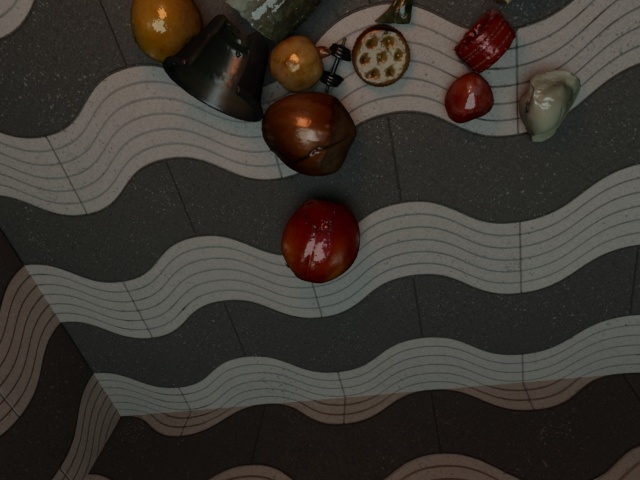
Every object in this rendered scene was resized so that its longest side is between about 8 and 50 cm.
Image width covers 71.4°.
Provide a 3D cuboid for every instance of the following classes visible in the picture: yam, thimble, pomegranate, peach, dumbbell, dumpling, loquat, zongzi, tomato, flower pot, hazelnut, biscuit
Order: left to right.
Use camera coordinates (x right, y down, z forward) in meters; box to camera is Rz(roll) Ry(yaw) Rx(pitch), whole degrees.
[{"bbox_3d":[-0.558,-0.775,1.601,0.263,0.263,0.263,3,120,5],"label":"loquat"},{"bbox_3d":[-0.337,-0.625,1.604,0.379,0.379,0.251,23,84,-7],"label":"flower pot"},{"bbox_3d":[-0.130,-0.862,1.535,0.348,0.241,0.241,-35,111,20],"label":"yam"},{"bbox_3d":[-0.087,-0.644,1.626,0.207,0.207,0.207,3,120,5],"label":"pomegranate"},{"bbox_3d":[-0.049,-0.411,1.721,0.372,0.315,0.372,11,152,6],"label":"hazelnut"},{"bbox_3d":[0.000,0.000,1.936,0.370,0.370,0.370,3,120,5],"label":"peach"},{"bbox_3d":[0.056,-0.661,1.689,0.099,0.099,0.208,20,119,-5],"label":"dumbbell"},{"bbox_3d":[0.225,-0.691,1.673,0.221,0.066,0.220,3,119,5],"label":"biscuit"},{"bbox_3d":[0.263,-0.857,1.586,0.131,0.062,0.154,9,115,15],"label":"zongzi"},{"bbox_3d":[0.556,-0.535,1.681,0.187,0.151,0.187,5,120,9],"label":"tomato"},{"bbox_3d":[0.583,-0.702,1.570,0.125,0.163,0.189,37,102,-16],"label":"thimble"},{"bbox_3d":[0.863,-0.513,1.676,0.227,0.243,0.175,-27,75,1],"label":"dumpling"}]

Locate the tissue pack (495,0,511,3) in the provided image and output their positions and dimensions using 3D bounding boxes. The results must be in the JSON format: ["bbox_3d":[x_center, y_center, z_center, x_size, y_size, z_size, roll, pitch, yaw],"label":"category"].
[{"bbox_3d":[0.658,-0.902,1.452,0.234,0.159,0.125,-38,109,24],"label":"tissue pack"}]
